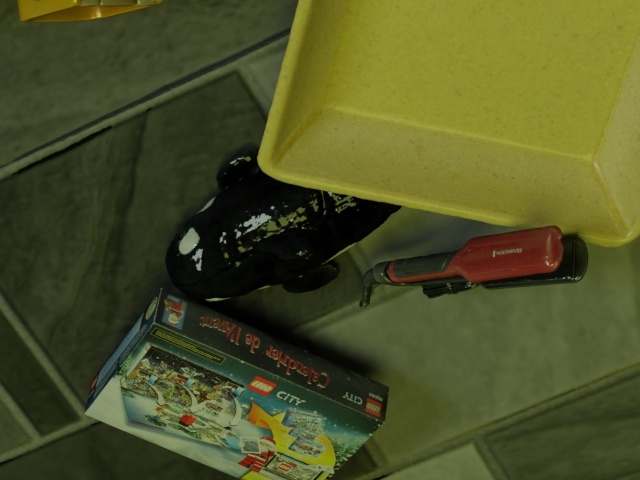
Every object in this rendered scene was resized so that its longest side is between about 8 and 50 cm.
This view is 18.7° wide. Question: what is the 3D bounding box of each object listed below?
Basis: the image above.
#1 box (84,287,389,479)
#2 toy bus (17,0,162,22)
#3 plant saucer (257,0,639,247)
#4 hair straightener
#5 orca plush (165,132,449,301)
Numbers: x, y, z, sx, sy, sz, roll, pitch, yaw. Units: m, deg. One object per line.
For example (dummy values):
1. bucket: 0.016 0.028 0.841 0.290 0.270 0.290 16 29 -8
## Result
1. box: -0.077 0.146 1.769 0.233 0.044 0.159 25 134 -16
2. toy bus: -0.193 -0.262 1.488 0.104 0.202 0.191 -7 135 44
3. plant saucer: 0.143 -0.177 1.562 0.332 0.081 0.333 11 122 -8
4. hair straightener: 0.132 0.034 1.673 0.230 0.047 0.089 -15 156 37
5. orca plush: 0.000 0.000 1.663 0.287 0.102 0.151 -9 123 5
